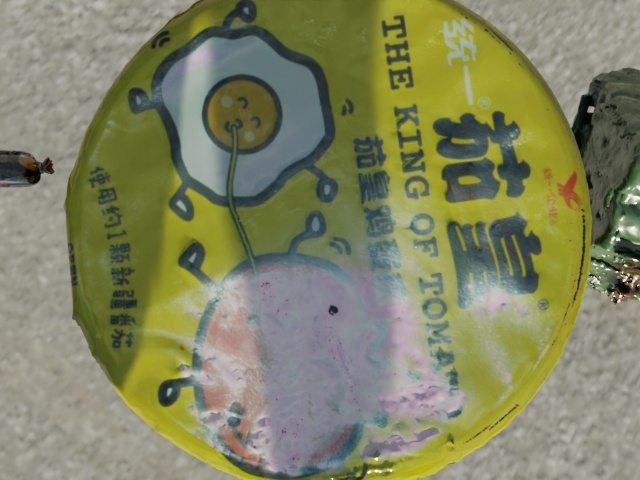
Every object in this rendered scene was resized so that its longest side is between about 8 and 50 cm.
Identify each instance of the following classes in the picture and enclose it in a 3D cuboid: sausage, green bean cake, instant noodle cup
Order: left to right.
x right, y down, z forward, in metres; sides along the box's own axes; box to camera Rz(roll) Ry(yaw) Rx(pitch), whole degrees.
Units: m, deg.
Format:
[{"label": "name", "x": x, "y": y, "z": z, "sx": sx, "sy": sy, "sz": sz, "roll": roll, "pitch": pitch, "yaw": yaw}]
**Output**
[{"label": "sausage", "x": -0.262, "y": -0.041, "z": 0.912, "sx": 0.198, "sy": 0.028, "sz": 0.025, "roll": -3, "pitch": 115, "yaw": -19}, {"label": "instant noodle cup", "x": 0.000, "y": 0.000, "z": 1.023, "sx": 0.325, "sy": 0.254, "sz": 0.326, "roll": 0, "pitch": 86, "yaw": -3}, {"label": "green bean cake", "x": 0.239, "y": -0.016, "z": 1.132, "sx": 0.107, "sy": 0.208, "sz": 0.193, "roll": 15, "pitch": 114, "yaw": -6}]
